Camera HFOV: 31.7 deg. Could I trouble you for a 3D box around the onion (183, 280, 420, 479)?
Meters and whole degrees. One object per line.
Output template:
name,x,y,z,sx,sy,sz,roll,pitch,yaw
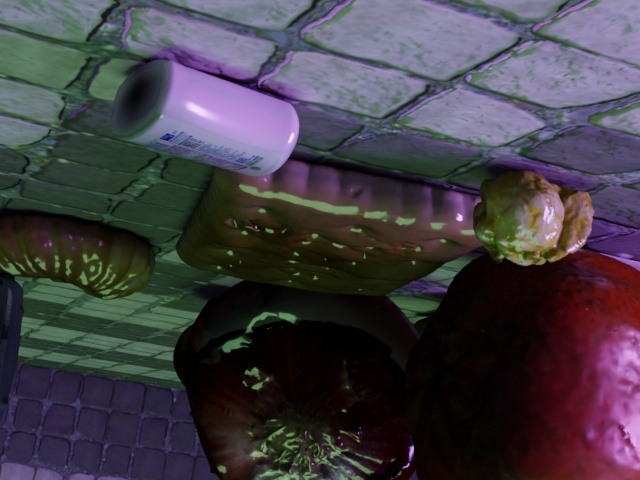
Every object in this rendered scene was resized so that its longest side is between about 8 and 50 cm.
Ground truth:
onion,-0.008,0.146,1.166,0.272,0.272,0.195,5,-166,12

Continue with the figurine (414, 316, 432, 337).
figurine,0.180,0.160,1.214,0.177,0.173,0.247,10,167,-12

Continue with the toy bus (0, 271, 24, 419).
toy bus,-0.592,0.123,1.428,0.439,0.209,0.249,1,167,31

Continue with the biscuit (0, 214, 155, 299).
biscuit,-0.238,0.017,1.088,0.183,0.061,0.118,17,163,-35

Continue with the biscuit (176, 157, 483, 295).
biscuit,0.000,0.000,0.907,0.217,0.044,0.325,11,167,-11

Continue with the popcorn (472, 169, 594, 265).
popcorn,0.137,-0.014,0.724,0.083,0.060,0.068,1,169,-9

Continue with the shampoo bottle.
shampoo bottle,-0.059,-0.066,0.635,0.099,0.043,0.072,15,166,-32

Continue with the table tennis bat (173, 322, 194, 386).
table tennis bat,0.003,0.167,1.412,0.414,0.051,0.268,2,-154,-42

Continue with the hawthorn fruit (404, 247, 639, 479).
hawthorn fruit,0.222,0.131,0.906,0.300,0.254,0.254,9,168,-18
